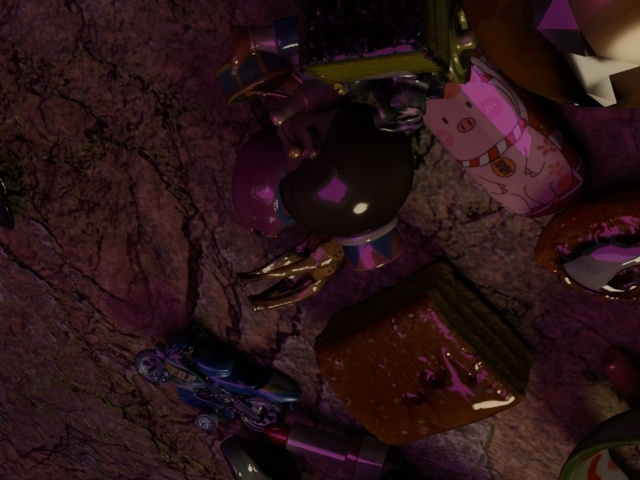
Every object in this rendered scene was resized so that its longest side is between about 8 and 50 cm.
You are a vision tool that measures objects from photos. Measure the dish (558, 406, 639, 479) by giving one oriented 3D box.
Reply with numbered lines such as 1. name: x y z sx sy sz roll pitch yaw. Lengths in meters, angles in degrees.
1. dish: 0.442 0.276 1.034 0.324 0.124 0.324 21 143 17

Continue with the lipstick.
1. lipstick: 0.005 0.299 1.359 0.186 0.057 0.063 16 130 8

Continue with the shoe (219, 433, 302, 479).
1. shoe: -0.078 0.391 1.488 0.100 0.103 0.251 -27 131 -2

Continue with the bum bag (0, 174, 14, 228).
1. bum bag: -0.577 -0.128 1.395 0.310 0.074 0.137 34 146 5

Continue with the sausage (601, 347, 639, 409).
1. sausage: 0.353 0.161 1.060 0.034 0.034 0.083 -26 109 43

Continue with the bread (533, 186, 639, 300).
1. bread: 0.343 -0.008 0.895 0.269 0.095 0.139 -20 136 27

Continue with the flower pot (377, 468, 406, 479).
1. flower pot: 0.151 0.477 1.298 0.267 0.266 0.266 36 137 17

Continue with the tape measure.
1. tape measure: -0.053 -0.067 1.079 0.074 0.118 0.125 13 127 22

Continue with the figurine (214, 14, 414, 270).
1. figurine: 0.006 -0.099 0.951 0.158 0.161 0.275 -25 87 36

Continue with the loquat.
1. loquat: 0.223 -0.212 0.706 0.235 0.235 0.235 17 132 20

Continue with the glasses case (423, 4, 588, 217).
1. glasses case: 0.158 -0.134 0.923 0.267 0.067 0.103 46 132 -8

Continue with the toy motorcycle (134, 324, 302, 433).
1. toy motorcycle: -0.155 0.204 1.383 0.254 0.092 0.135 23 125 3

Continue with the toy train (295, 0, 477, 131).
1. toy train: 0.054 -0.230 0.789 0.134 0.177 0.261 -3 86 24

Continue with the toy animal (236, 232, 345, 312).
1. toy animal: 0.005 0.002 1.113 0.275 0.149 0.054 -35 61 20

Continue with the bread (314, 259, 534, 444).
1. bread: 0.118 0.151 1.147 0.184 0.110 0.234 48 136 -9
